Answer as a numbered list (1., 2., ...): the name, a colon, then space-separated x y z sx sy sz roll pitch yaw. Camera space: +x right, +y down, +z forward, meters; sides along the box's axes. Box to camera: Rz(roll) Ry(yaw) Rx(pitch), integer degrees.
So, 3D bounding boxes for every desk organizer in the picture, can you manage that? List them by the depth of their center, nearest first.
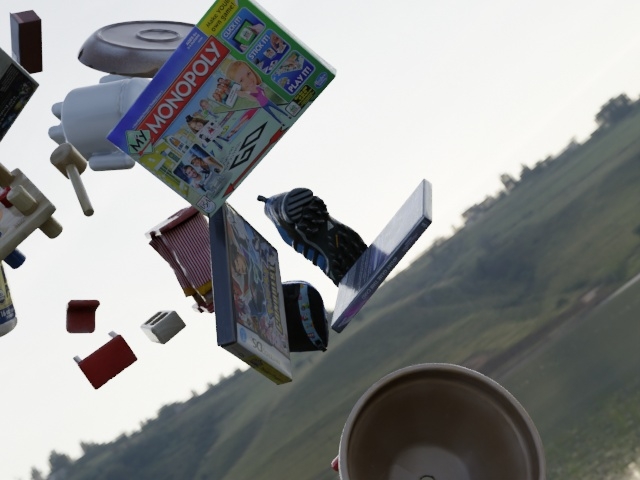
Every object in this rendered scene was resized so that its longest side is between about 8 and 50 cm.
1. desk organizer: -0.609 -0.409 1.913 0.050 0.047 0.130 -21 -38 -33

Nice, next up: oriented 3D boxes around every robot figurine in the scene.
1. robot figurine: -0.534 -0.318 2.423 0.354 0.299 0.200 -6 -20 17

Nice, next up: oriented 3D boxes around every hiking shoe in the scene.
1. hiking shoe: 0.000 0.000 1.956 0.132 0.304 0.113 5 49 53

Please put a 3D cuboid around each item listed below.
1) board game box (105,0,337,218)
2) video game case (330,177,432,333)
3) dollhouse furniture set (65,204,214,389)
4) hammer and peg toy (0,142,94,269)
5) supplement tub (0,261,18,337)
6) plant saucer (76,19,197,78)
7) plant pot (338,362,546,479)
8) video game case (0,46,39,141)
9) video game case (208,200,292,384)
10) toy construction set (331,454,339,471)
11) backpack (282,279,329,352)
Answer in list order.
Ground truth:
1. board game box: -0.158 -0.215 1.453 0.317 0.213 0.046 -47 15 18
2. video game case: 0.114 0.025 1.689 0.274 0.026 0.196 -51 9 22
3. dollhouse furniture set: -0.337 0.106 1.810 0.374 0.201 0.152 -37 11 -21
4. hammer and peg toy: -0.607 -0.056 1.800 0.361 0.266 0.127 -44 -53 -9
5. supplement tub: -0.852 0.080 2.154 0.228 0.316 0.228 -10 10 2
6. plant saucer: -0.313 -0.377 1.786 0.311 0.311 0.050 -24 -52 -43
7. plant pot: 0.135 0.273 1.088 0.237 0.237 0.109 -31 -22 -22
8. video game case: -0.638 -0.267 1.760 0.190 0.022 0.173 -60 -24 -11
9. video game case: -0.123 0.093 1.638 0.035 0.274 0.248 -16 -28 16
10. toy construction set: 0.210 0.383 1.638 0.309 0.257 0.237 18 -52 -24
11. backpack: -0.061 0.164 2.114 0.158 0.173 0.117 -5 21 3
